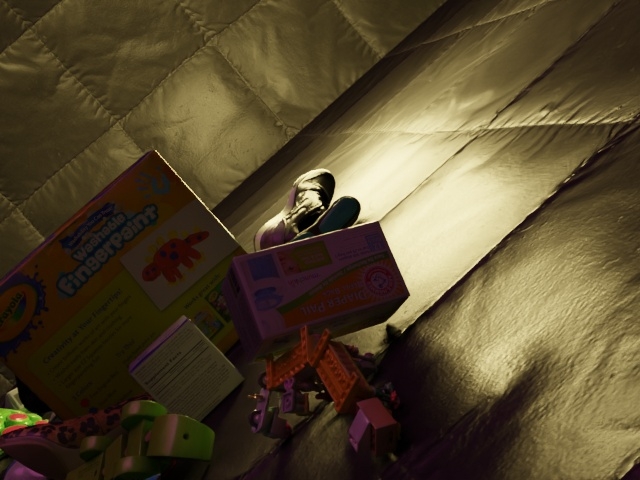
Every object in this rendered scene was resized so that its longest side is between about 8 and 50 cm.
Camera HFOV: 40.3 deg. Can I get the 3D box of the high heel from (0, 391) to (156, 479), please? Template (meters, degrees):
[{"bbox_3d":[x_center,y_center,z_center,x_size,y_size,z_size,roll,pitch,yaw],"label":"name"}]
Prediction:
[{"bbox_3d":[-0.395,0.313,1.477,0.261,0.093,0.186,5,31,9],"label":"high heel"}]

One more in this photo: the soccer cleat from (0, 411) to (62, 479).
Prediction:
[{"bbox_3d":[-0.487,0.390,1.718,0.143,0.116,0.331,-16,26,27],"label":"soccer cleat"}]

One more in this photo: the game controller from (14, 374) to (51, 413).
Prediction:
[{"bbox_3d":[-0.438,0.233,1.724,0.319,0.166,0.067,-15,26,-27],"label":"game controller"}]

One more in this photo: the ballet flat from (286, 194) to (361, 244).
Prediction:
[{"bbox_3d":[0.000,0.000,1.687,0.213,0.072,0.068,-44,-15,-16],"label":"ballet flat"}]

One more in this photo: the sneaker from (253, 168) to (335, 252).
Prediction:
[{"bbox_3d":[-0.016,-0.052,1.860,0.124,0.107,0.283,-9,35,41],"label":"sneaker"}]

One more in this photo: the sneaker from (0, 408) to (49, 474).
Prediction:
[{"bbox_3d":[-0.683,0.478,1.726,0.483,0.185,0.202,-39,-36,-70],"label":"sneaker"}]

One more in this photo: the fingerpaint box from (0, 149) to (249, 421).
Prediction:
[{"bbox_3d":[-0.359,0.119,1.612,0.445,0.371,0.163,-46,14,-18],"label":"fingerpaint box"}]

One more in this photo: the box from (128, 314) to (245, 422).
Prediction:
[{"bbox_3d":[-0.215,0.211,1.399,0.126,0.137,0.072,-43,12,-8],"label":"box"}]

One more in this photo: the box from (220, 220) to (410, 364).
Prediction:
[{"bbox_3d":[-0.007,0.065,1.104,0.203,0.114,0.103,-16,-19,-21],"label":"box"}]

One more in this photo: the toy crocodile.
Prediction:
[{"bbox_3d":[-0.282,0.332,1.281,0.340,0.105,0.115,-38,39,36],"label":"toy crocodile"}]

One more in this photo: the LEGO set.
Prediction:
[{"bbox_3d":[0.029,0.170,0.991,0.287,0.107,0.132,-12,66,57],"label":"LEGO set"}]

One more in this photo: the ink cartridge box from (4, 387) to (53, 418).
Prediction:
[{"bbox_3d":[-0.622,0.372,2.089,0.275,0.060,0.239,-30,-22,-37],"label":"ink cartridge box"}]

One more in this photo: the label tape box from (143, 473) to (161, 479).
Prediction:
[{"bbox_3d":[-0.282,0.431,0.921,0.240,0.106,0.334,-31,16,39],"label":"label tape box"}]
